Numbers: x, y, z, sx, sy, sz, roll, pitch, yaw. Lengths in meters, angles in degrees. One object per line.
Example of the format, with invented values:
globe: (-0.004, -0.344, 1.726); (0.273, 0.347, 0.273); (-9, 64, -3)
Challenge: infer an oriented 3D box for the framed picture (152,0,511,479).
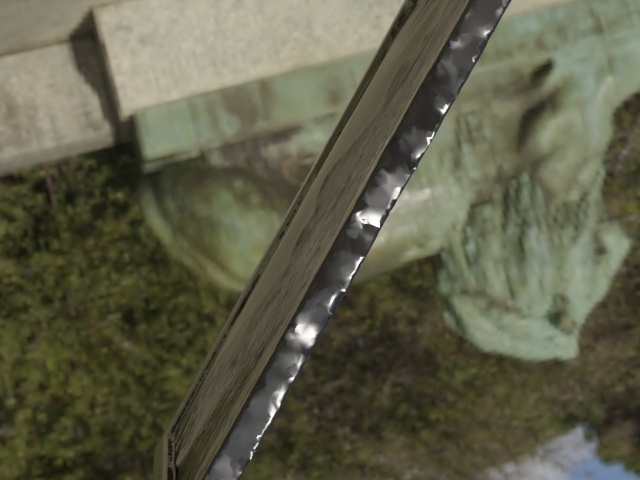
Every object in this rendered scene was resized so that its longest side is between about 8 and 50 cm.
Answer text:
framed picture: (-0.001, 0.000, 0.581); (0.018, 0.265, 0.192); (30, -179, -8)
